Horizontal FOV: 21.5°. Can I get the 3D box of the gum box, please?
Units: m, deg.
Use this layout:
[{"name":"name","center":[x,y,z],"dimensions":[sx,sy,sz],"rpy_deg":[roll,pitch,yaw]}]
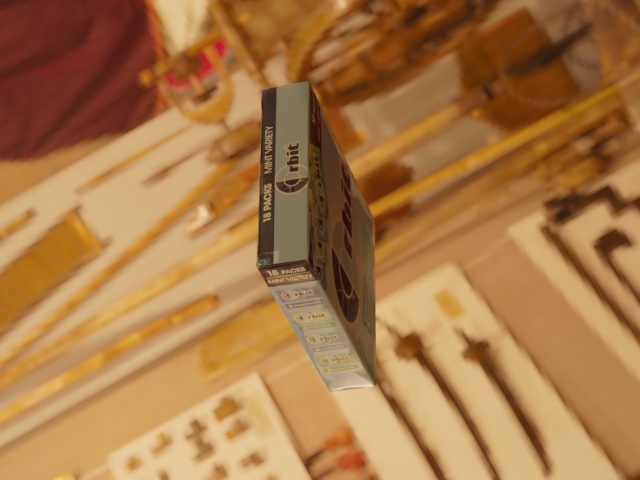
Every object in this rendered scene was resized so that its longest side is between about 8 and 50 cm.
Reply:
[{"name":"gum box","center":[0.000,0.000,1.247],"dimensions":[0.184,0.041,0.157],"rpy_deg":[62,-156,-52]}]
